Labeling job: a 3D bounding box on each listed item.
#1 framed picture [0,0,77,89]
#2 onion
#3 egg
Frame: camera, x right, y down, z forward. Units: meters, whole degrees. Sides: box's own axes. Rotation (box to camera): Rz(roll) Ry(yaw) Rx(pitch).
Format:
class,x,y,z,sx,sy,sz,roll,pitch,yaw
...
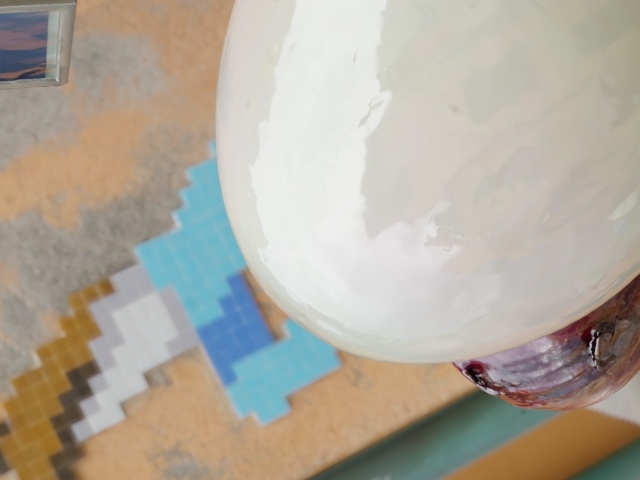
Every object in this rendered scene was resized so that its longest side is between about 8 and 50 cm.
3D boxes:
class,x,y,z,sx,sy,sz,roll,pitch,yaw
framed picture,-0.345,-0.170,1.170,0.189,0.260,0.023,131,132,-70
onion,0.299,0.005,1.532,0.348,0.385,0.347,44,-148,-38
egg,0.084,-0.088,0.732,0.283,0.345,0.283,21,152,12
